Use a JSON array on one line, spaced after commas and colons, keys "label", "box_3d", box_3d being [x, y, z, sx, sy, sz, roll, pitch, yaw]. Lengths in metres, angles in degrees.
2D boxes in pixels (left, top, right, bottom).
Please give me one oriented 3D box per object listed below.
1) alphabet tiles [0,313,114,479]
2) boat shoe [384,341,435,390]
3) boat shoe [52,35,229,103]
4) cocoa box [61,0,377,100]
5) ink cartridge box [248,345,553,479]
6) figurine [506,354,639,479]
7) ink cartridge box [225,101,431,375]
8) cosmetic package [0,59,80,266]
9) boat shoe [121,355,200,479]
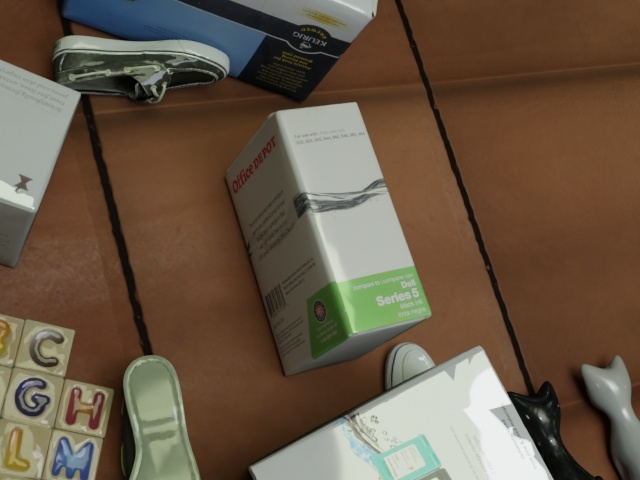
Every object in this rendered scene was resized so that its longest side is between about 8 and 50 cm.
[{"label": "alphabet tiles", "box_3d": [-0.377, 0.235, 1.072, 0.285, 0.011, 0.342, 16, 64, -17]}, {"label": "boat shoe", "box_3d": [0.143, 0.229, 1.266, 0.083, 0.076, 0.226, -7, 73, -26]}, {"label": "boat shoe", "box_3d": [-0.221, -0.205, 1.283, 0.220, 0.078, 0.070, 0, 69, -15]}, {"label": "cocoa box", "box_3d": [-0.118, -0.369, 1.300, 0.347, 0.228, 0.231, 17, 63, -17]}, {"label": "ink cartridge box", "box_3d": [0.082, 0.267, 1.107, 0.270, 0.198, 0.197, -26, 81, -8]}, {"label": "figurine", "box_3d": [0.363, 0.266, 1.348, 0.215, 0.092, 0.209, -15, 73, -29]}, {"label": "ink cartridge box", "box_3d": [0.000, 0.000, 1.223, 0.115, 0.198, 0.272, -11, 75, -27]}, {"label": "cosmetic package", "box_3d": [-0.365, -0.088, 1.105, 0.151, 0.184, 0.151, 22, 63, -15]}, {"label": "boat shoe", "box_3d": [-0.176, 0.243, 1.123, 0.081, 0.068, 0.227, -3, 71, -12]}]
